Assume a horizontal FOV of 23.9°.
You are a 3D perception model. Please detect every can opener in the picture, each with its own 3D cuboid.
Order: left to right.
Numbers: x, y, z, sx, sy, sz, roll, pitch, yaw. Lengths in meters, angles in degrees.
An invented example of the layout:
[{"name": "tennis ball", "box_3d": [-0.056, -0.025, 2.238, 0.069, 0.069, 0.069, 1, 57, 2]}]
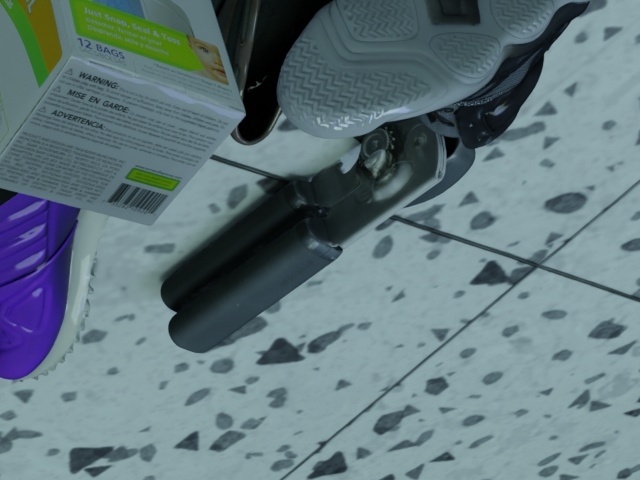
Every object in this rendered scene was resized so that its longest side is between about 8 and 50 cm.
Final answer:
[{"name": "can opener", "box_3d": [0.000, 0.000, 1.201, 0.283, 0.076, 0.095, -37, 140, 25]}]

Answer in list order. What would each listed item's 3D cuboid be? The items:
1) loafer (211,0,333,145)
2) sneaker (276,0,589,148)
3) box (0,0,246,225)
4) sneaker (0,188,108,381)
[{"name": "loafer", "box_3d": [-0.009, -0.171, 0.958, 0.096, 0.084, 0.267, 2, 140, -26]}, {"name": "sneaker", "box_3d": [0.076, -0.110, 1.012, 0.268, 0.101, 0.153, -32, 159, -29]}, {"name": "box", "box_3d": [-0.135, -0.125, 0.861, 0.114, 0.203, 0.103, 16, 132, -36]}, {"name": "sneaker", "box_3d": [-0.229, -0.016, 1.064, 0.146, 0.102, 0.293, 4, 133, -26]}]
